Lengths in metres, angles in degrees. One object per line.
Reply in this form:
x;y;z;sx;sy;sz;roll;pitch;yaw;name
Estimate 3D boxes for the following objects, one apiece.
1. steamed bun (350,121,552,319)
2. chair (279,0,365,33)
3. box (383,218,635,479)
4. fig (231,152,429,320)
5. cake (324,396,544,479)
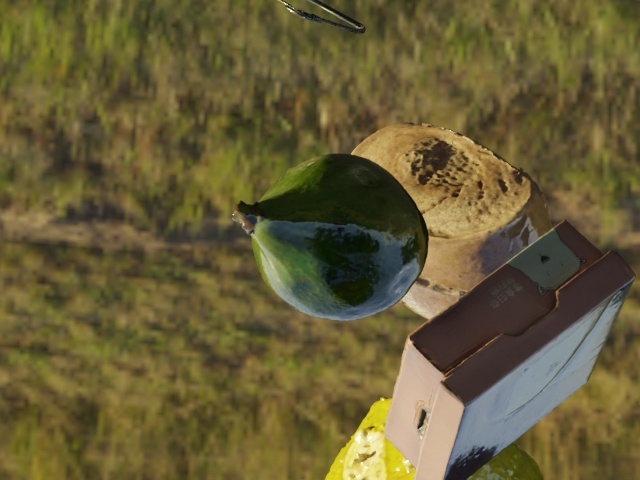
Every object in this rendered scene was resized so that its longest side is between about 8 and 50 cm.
0.159;0.003;1.994;0.301;0.199;0.251;27;146;40;steamed bun
-0.041;-0.356;1.813;0.221;0.140;0.145;27;-167;30;chair
0.167;0.111;1.386;0.215;0.086;0.215;-34;155;-22;box
0.000;0.000;1.665;0.195;0.195;0.245;-10;174;38;fig
0.102;0.271;1.613;0.156;0.179;0.260;42;160;-14;cake
